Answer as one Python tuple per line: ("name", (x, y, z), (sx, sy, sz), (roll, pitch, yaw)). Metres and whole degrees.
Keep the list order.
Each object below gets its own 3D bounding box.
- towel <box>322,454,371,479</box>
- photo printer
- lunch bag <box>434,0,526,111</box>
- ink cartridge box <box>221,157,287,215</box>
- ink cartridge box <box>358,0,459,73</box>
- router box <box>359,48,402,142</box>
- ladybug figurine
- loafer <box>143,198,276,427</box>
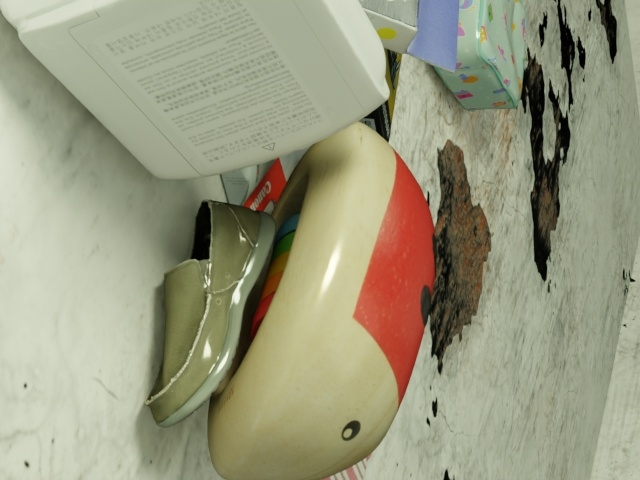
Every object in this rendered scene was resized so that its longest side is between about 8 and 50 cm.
("towel", (0.011, 0.300, 1.642), (0.197, 0.029, 0.144), (-66, 147, -40))
("photo printer", (-0.089, -0.171, 1.129), (0.307, 0.256, 0.107), (49, 26, -56))
("lunch bag", (0.260, -0.348, 2.138), (0.279, 0.108, 0.224), (37, 53, -63))
("ink cartridge box", (-0.061, -0.087, 1.455), (0.145, 0.045, 0.179), (-59, 139, -51))
("ink cartridge box", (0.044, -0.368, 1.398), (0.307, 0.072, 0.304), (15, 67, -24))
("router box", (0.048, -0.283, 1.586), (0.309, 0.081, 0.243), (72, 25, -65))
("ladybug figurine", (0.013, 0.063, 1.325), (0.305, 0.162, 0.449), (124, -14, -46))
("loafer", (-0.125, 0.065, 1.271), (0.087, 0.094, 0.251), (31, 56, -20))
